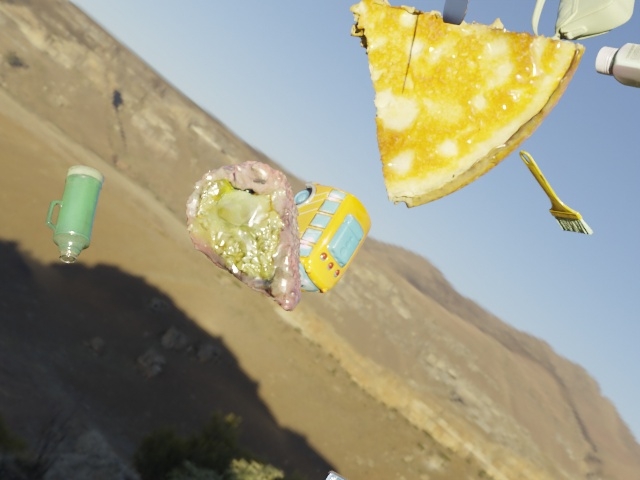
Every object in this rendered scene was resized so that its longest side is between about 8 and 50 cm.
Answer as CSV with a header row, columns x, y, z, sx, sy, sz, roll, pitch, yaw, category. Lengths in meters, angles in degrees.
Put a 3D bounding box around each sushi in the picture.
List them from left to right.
x,y,z,sx,sy,sz,roll,pitch,yaw,category
-0.117,-0.004,1.301,0.107,0.162,0.241,37,46,-77,sushi

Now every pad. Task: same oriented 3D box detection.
x,y,z,sx,sy,sz,roll,pitch,yaw,category
0.222,-0.446,1.246,0.004,0.267,0.181,11,15,-5,pad

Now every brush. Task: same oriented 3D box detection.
x,y,z,sx,sy,sz,roll,pitch,yaw,category
0.425,-0.089,1.596,0.205,0.011,0.083,50,-12,-20,brush

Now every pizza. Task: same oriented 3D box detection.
x,y,z,sx,sy,sz,roll,pitch,yaw,category
0.221,-0.312,1.613,0.406,0.440,0.130,52,11,11,pizza

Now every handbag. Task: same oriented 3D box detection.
x,y,z,sx,sy,sz,roll,pitch,yaw,category
0.555,-0.524,1.835,0.219,0.256,0.079,-13,-41,44,handbag

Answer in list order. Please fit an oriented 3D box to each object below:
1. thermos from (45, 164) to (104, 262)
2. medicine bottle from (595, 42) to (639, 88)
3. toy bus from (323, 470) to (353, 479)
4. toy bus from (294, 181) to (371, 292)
x,y,z,sx,sy,sz,roll,pitch,yaw,category
-0.468,-0.049,1.653,0.073,0.187,0.083,-5,-29,14,thermos
0.575,-0.324,1.598,0.118,0.055,0.074,21,-14,39,medicine bottle
0.102,0.552,1.755,0.237,0.079,0.094,29,-14,-3,toy bus
0.000,0.000,1.574,0.136,0.209,0.126,8,-34,42,toy bus
